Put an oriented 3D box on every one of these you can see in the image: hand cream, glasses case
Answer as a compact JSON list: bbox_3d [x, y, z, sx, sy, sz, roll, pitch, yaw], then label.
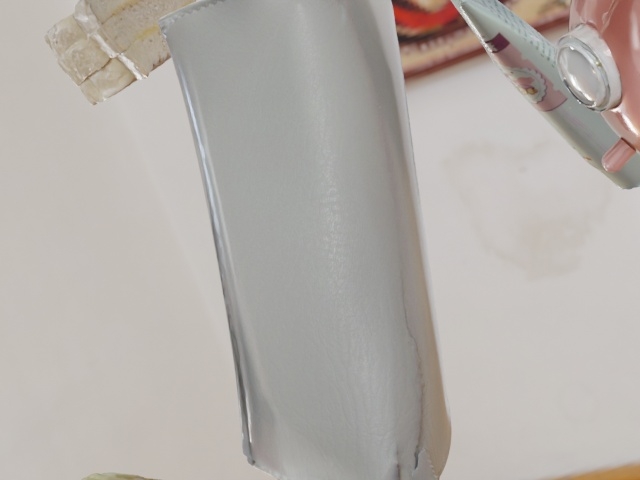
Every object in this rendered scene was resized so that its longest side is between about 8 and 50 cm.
[{"bbox_3d":[0.199,-0.150,1.258,0.058,0.331,0.085,-38,40,16],"label":"hand cream"},{"bbox_3d":[-0.002,0.000,0.800,0.128,0.308,0.083,0,18,28],"label":"glasses case"}]

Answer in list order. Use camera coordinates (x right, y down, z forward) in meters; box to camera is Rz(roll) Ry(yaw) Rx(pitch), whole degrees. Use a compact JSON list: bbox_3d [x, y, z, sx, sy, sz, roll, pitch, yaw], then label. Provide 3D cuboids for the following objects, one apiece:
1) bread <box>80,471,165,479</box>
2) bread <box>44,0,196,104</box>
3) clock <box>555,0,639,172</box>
[{"bbox_3d":[-0.173,0.317,1.578,0.088,0.232,0.128,-49,47,20],"label":"bread"},{"bbox_3d":[-0.140,-0.185,1.161,0.152,0.077,0.105,-44,13,-33],"label":"bread"},{"bbox_3d":[0.233,-0.144,0.771,0.241,0.227,0.142,-27,57,-12],"label":"clock"}]
